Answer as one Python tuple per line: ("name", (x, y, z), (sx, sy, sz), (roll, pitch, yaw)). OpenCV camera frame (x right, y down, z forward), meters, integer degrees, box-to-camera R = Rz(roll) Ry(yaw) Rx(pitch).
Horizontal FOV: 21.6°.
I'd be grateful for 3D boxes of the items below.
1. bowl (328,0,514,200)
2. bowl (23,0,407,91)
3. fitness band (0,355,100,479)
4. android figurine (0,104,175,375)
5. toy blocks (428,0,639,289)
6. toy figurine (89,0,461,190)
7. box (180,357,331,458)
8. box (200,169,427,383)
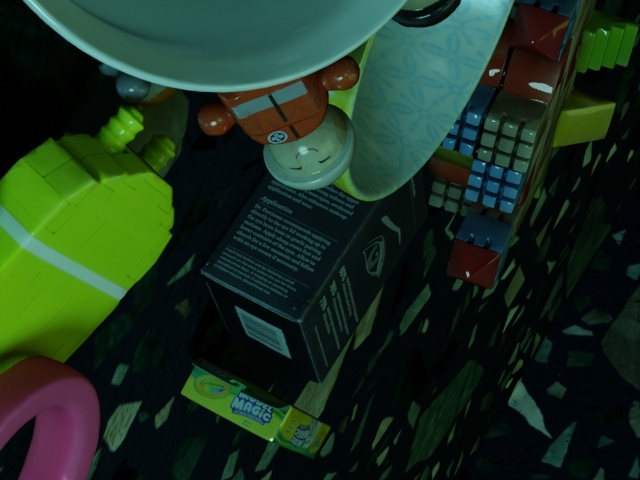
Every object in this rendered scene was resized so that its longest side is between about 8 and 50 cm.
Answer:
("bowl", (0.031, -0.191, 1.275), (0.289, 0.156, 0.289), (-51, 158, -31))
("bowl", (-0.074, -0.233, 0.885), (0.298, 0.134, 0.298), (-6, 103, -26))
("fitness band", (-0.233, 0.206, 1.061), (0.291, 0.054, 0.209), (-62, 161, -7))
("android figurine", (-0.193, 0.029, 1.058), (0.273, 0.056, 0.248), (-49, 161, 1))
("toy blocks", (0.179, -0.137, 1.616), (0.261, 0.191, 0.381), (-59, 164, -49))
("toy figurine", (-0.037, -0.156, 1.054), (0.213, 0.209, 0.148), (-59, 149, -15))
("box", (-0.061, 0.159, 1.583), (0.043, 0.105, 0.179), (-62, 161, -7))
("box", (0.000, 0.000, 1.526), (0.207, 0.108, 0.153), (-57, 160, -19))
